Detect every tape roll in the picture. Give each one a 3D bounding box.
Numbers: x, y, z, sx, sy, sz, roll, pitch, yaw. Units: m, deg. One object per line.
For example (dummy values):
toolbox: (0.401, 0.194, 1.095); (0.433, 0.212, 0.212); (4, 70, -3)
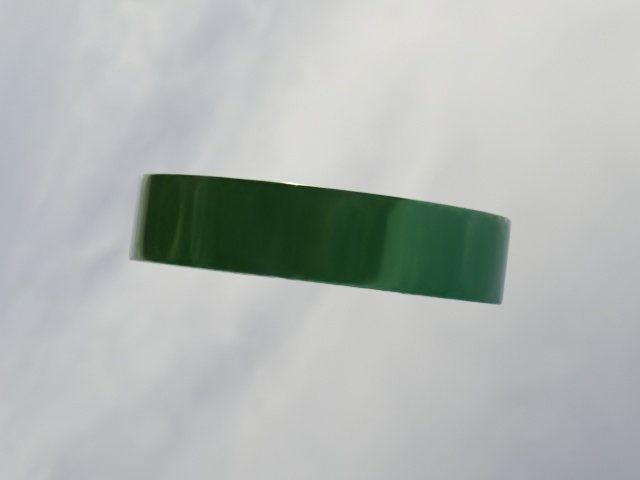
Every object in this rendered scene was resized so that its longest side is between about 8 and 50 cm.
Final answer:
tape roll: (0.000, 0.000, 1.405); (0.321, 0.321, 0.077); (4, -94, 52)
